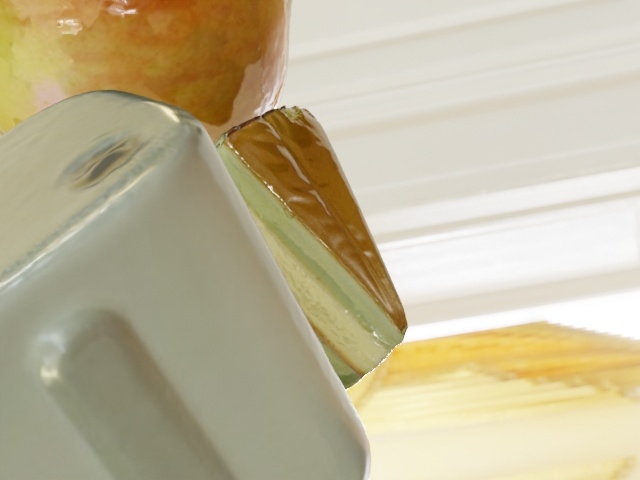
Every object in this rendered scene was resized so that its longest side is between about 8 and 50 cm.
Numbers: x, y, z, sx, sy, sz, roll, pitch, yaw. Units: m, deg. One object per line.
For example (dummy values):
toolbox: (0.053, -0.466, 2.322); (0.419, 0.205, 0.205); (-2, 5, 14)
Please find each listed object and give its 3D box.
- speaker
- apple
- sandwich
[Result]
speaker: (-0.181, 0.129, 0.518); (0.183, 0.406, 0.184); (23, 148, 59)
apple: (-0.135, -0.173, 0.923); (0.286, 0.233, 0.286); (180, 90, -87)
sandwich: (0.000, 0.000, 0.814); (0.163, 0.079, 0.113); (46, -148, 5)
